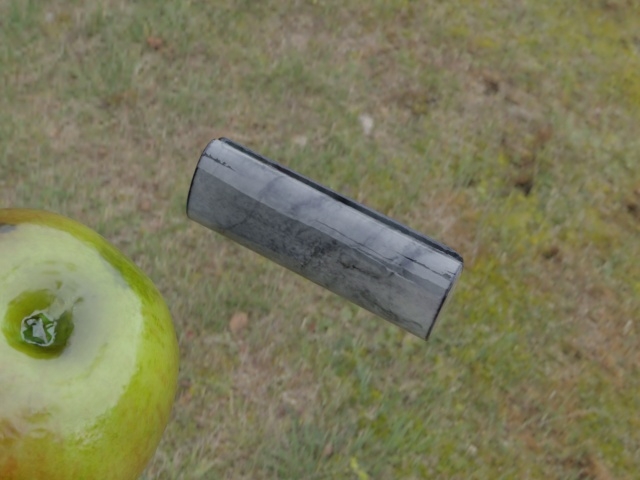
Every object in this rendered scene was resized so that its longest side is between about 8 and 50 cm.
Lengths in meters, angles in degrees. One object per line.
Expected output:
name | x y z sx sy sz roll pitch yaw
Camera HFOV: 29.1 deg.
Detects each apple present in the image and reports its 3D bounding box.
apple | -0.305 0.136 1.248 0.339 0.340 0.340 7 53 -10

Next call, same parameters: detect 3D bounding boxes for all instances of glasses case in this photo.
glasses case | 0.000 0.000 1.311 0.299 0.114 0.060 27 40 10
